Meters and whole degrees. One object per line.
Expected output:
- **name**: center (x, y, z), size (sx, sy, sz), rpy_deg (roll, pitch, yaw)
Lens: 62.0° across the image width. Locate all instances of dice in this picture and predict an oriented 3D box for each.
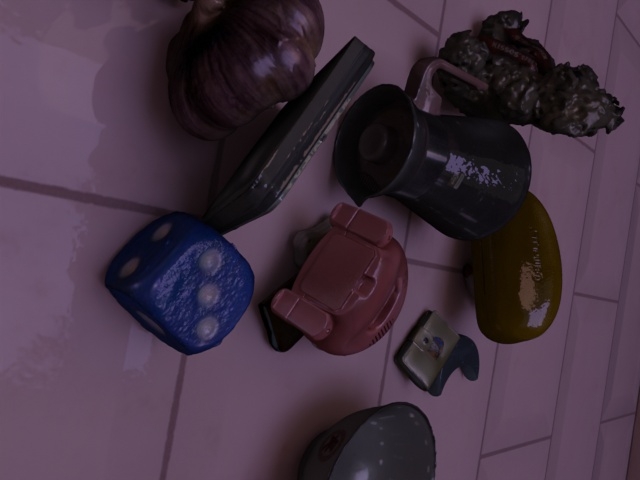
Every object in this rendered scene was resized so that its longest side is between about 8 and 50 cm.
- **dice**: center (-0.186, 0.055, 0.713), size (0.146, 0.143, 0.146), rpy_deg (-53, 128, -21)

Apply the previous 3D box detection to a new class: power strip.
- **power strip**: center (0.318, 0.298, 1.296), size (0.215, 0.044, 0.137), rpy_deg (0, 95, -44)

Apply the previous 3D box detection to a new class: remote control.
- **remote control**: center (0.000, 0.000, 0.953), size (0.122, 0.032, 0.075), rpy_deg (-28, 129, -38)

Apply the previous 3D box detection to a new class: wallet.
- **wallet**: center (-0.003, 0.088, 0.950), size (0.255, 0.031, 0.137), rpy_deg (-37, 139, -31)
- **wallet**: center (0.240, 0.244, 1.205), size (0.110, 0.039, 0.155), rpy_deg (48, 61, -12)

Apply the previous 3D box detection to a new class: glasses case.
- **glasses case**: center (0.457, 0.050, 1.238), size (0.173, 0.141, 0.372), rpy_deg (8, 69, -12)

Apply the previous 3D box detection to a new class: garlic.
- **garlic**: center (-0.107, -0.248, 0.682), size (0.160, 0.244, 0.245), rpy_deg (43, 66, -36)

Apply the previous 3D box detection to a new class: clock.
- **clock**: center (0.067, 0.093, 0.898), size (0.227, 0.142, 0.241), rpy_deg (-55, 145, -10)

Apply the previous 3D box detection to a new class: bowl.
- **bowl**: center (0.061, 0.446, 0.991), size (0.337, 0.157, 0.338), rpy_deg (-7, 100, -44)

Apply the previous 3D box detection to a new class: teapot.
- **teapot**: center (0.224, -0.165, 1.005), size (0.343, 0.253, 0.301), rpy_deg (11, 101, -40)

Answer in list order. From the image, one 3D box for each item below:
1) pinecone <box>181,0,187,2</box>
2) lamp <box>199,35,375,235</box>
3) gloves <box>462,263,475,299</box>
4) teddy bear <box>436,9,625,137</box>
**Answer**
- **pinecone**: center (-0.190, -0.358, 0.705), size (0.077, 0.077, 0.083), rpy_deg (-64, 163, -17)
- **lamp**: center (-0.058, -0.128, 0.731), size (0.047, 0.266, 0.269), rpy_deg (39, 68, -17)
- **gloves**: center (0.448, 0.121, 1.360), size (0.218, 0.131, 0.140), rpy_deg (24, 65, -7)
- **teddy bear**: center (0.461, -0.337, 1.136), size (0.357, 0.367, 0.225), rpy_deg (-37, 140, -44)
